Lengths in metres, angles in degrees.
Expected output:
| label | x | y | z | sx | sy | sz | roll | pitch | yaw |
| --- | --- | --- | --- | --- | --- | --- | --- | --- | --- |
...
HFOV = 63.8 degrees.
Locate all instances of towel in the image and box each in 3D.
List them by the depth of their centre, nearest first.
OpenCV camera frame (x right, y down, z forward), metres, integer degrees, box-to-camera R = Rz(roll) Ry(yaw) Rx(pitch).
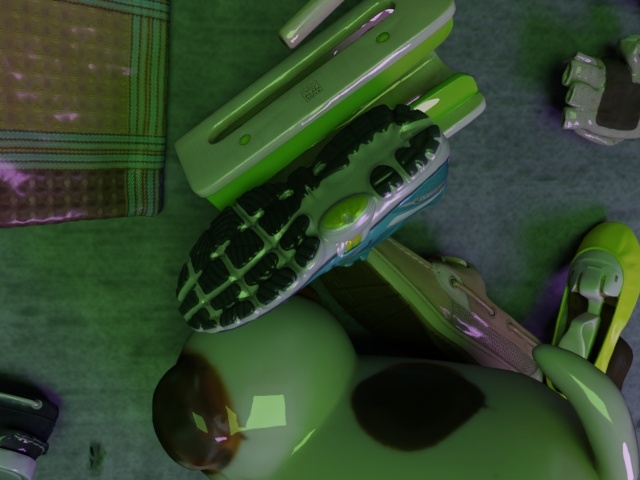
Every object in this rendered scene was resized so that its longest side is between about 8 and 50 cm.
| label | x | y | z | sx | sy | sz | roll | pitch | yaw |
| --- | --- | --- | --- | --- | --- | --- | --- | --- | --- |
| towel | -0.249 | -0.190 | 0.430 | 0.272 | 0.040 | 0.369 | -10 | 111 | -43 |

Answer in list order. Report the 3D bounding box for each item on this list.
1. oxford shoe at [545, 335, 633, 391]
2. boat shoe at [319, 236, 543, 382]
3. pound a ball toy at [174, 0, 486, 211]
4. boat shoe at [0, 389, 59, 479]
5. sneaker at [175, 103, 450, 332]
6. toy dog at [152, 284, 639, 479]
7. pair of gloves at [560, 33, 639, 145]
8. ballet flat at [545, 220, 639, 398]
| label | x | y | z | sx | sy | sz | roll | pitch | yaw |
| --- | --- | --- | --- | --- | --- | --- | --- | --- | --- |
| oxford shoe | 0.334 | 0.223 | 0.673 | 0.096 | 0.083 | 0.227 | 25 | 103 | -17 |
| boat shoe | 0.130 | 0.074 | 0.600 | 0.341 | 0.122 | 0.110 | 42 | 62 | -15 |
| pound a ball toy | 0.007 | -0.158 | 0.477 | 0.319 | 0.135 | 0.208 | -36 | 138 | 6 |
| boat shoe | -0.455 | 0.190 | 0.568 | 0.303 | 0.091 | 0.114 | 22 | 135 | -14 |
| sneaker | 0.000 | 0.000 | 0.454 | 0.275 | 0.107 | 0.110 | -33 | 147 | 3 |
| toy dog | 0.035 | 0.208 | 0.503 | 0.408 | 0.284 | 0.395 | 25 | 139 | 14 |
| pair of gloves | 0.352 | -0.222 | 0.557 | 0.204 | 0.042 | 0.239 | -3 | 111 | -18 |
| ballet flat | 0.315 | 0.083 | 0.601 | 0.077 | 0.077 | 0.230 | 19 | 87 | -46 |
